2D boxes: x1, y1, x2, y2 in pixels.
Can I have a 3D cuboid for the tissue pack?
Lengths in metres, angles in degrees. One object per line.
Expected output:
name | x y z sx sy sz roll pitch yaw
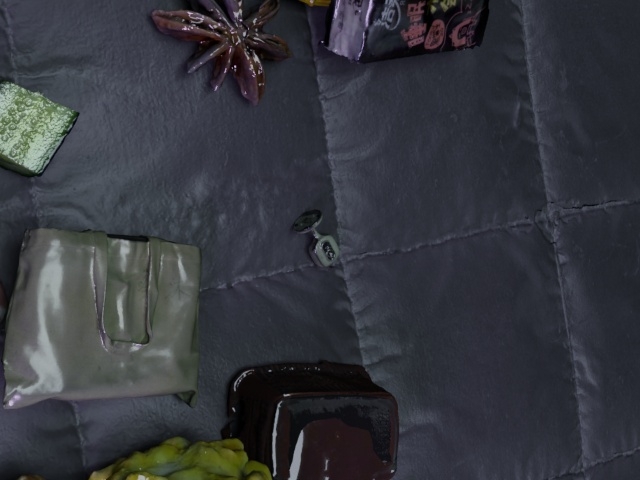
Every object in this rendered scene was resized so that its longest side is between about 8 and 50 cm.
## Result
tissue pack | 0.161 -0.432 1.542 0.332 0.123 0.245 -17 129 -40

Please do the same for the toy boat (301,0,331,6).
toy boat | 0.032 -0.467 1.549 0.317 0.099 0.141 -20 102 -32

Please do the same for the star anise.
star anise | -0.146 -0.330 1.448 0.236 0.093 0.229 -2 95 -26

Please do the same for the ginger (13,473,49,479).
ginger | -0.456 0.477 1.201 0.375 0.176 0.256 -54 131 -22

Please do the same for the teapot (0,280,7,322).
teapot | -0.540 0.110 1.149 0.312 0.233 0.315 38 44 -32

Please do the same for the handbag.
handbag | -0.301 0.113 1.323 0.315 0.109 0.253 8 81 -41

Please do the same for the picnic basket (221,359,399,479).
picnic basket | 0.002 0.307 1.489 0.296 0.129 0.223 5 85 -31

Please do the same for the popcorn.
popcorn | -0.180 0.417 1.299 0.312 0.312 0.312 1 88 -30

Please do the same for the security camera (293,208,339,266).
security camera | 0.000 0.000 1.545 0.058 0.058 0.092 -47 119 -23

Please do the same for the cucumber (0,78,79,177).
cucumber | -0.419 -0.158 1.295 0.116 0.062 0.115 32 71 -18
